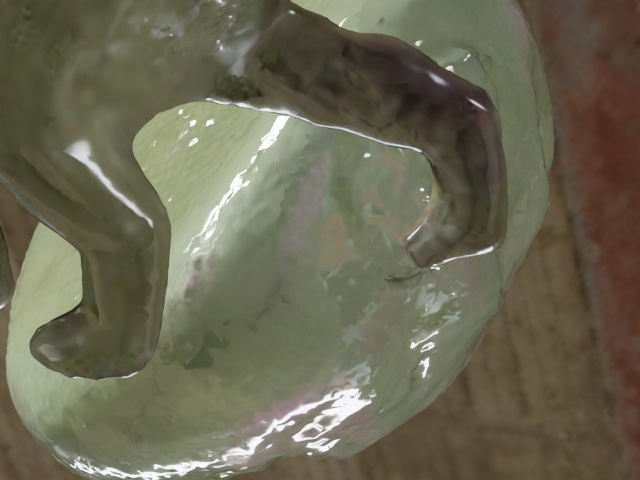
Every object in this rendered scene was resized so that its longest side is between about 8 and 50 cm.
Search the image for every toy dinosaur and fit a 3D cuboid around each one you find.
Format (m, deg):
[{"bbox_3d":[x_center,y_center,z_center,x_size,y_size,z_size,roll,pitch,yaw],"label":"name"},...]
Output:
[{"bbox_3d":[-0.079,-0.052,0.425,0.294,0.077,0.162,-8,-72,7],"label":"toy dinosaur"}]

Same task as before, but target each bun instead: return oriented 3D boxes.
[{"bbox_3d":[0.000,0.000,0.786,0.187,0.293,0.293,34,-41,-20],"label":"bun"}]
